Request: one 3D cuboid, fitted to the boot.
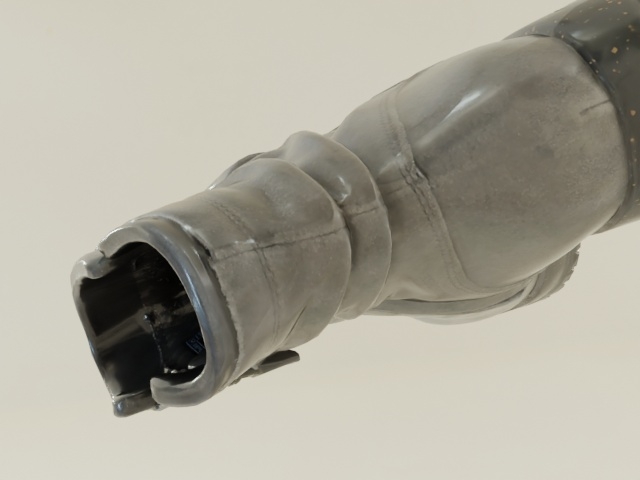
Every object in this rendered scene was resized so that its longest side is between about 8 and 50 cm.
[{"bbox_3d":[0.000,0.000,0.734,0.118,0.223,0.338,64,-13,9],"label":"boot"}]
